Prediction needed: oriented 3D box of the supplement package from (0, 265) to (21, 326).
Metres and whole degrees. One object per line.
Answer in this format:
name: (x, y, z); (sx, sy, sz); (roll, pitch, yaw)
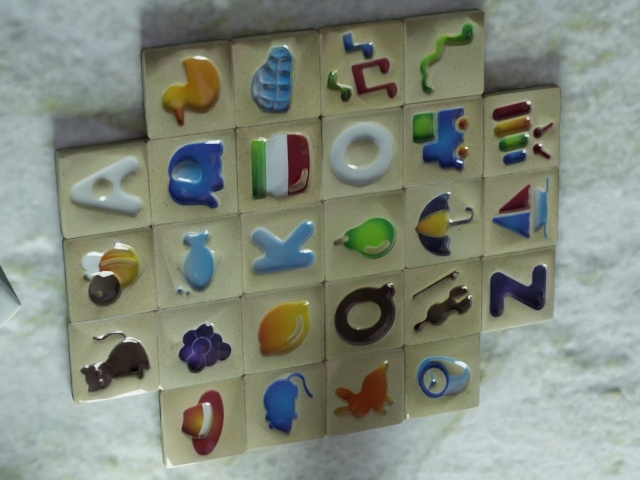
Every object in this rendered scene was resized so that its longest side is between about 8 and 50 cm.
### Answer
supplement package: (-0.331, -0.021, 0.991); (0.199, 0.198, 0.263); (-41, 119, -2)

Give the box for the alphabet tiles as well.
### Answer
alphabet tiles: (0.000, 0.000, 1.236); (0.342, 0.011, 0.285); (-9, 113, -18)
